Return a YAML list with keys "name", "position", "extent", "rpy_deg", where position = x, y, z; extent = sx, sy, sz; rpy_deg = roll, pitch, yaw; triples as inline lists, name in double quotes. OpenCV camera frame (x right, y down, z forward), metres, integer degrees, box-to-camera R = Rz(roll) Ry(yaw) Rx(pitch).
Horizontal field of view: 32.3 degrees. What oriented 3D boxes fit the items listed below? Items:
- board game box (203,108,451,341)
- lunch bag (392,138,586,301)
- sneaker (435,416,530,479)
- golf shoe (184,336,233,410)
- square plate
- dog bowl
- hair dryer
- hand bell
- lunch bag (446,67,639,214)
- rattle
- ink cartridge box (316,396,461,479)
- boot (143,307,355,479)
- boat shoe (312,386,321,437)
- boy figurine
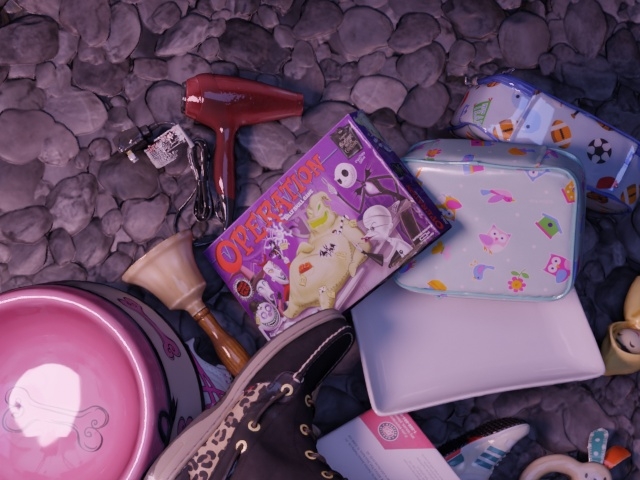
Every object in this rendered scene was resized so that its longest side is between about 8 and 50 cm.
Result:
- name: "board game box"
  position: [0.000, 0.000, 1.578]
  extent: [0.208, 0.347, 0.056]
  rpy_deg: [55, 35, 10]
- name: "lunch bag"
  position: [0.227, -0.023, 1.550]
  extent: [0.279, 0.108, 0.224]
  rpy_deg: [5, 115, 20]
- name: "sneaker"
  position: [0.245, 0.323, 1.655]
  extent: [0.161, 0.057, 0.075]
  rpy_deg: [-22, 98, -11]
- name: "golf shoe"
  position: [-0.153, 0.224, 1.621]
  extent: [0.086, 0.067, 0.186]
  rpy_deg: [-40, 84, -14]
- name: "square plate"
  position: [0.206, 0.083, 1.654]
  extent: [0.344, 0.049, 0.347]
  rpy_deg: [-9, 59, -8]
- name: "dog bowl"
  position: [-0.373, 0.243, 1.511]
  extent: [0.408, 0.150, 0.408]
  rpy_deg: [-1, 78, 7]
- name: "hair dryer"
  position: [-0.151, -0.150, 1.714]
  extent: [0.293, 0.080, 0.223]
  rpy_deg: [-38, 100, -7]
- name: "hand bell"
  position: [-0.169, 0.116, 1.616]
  extent: [0.126, 0.126, 0.242]
  rpy_deg: [-36, 86, -12]
- name: "lunch bag"
  position: [0.338, -0.148, 1.666]
  extent: [0.303, 0.243, 0.115]
  rpy_deg: [29, 91, -5]
- name: "rattle"
  position: [0.382, 0.353, 1.617]
  extent: [0.199, 0.143, 0.130]
  rpy_deg: [-29, 66, -5]
- name: "ink cartridge box"
  position: [0.043, 0.379, 1.530]
  extent: [0.283, 0.117, 0.207]
  rpy_deg: [-27, 55, -18]
- name: "boot"
  position: [-0.013, 0.286, 1.445]
  extent: [0.284, 0.138, 0.377]
  rpy_deg: [34, 59, 25]
- name: "boat shoe"
  position: [-0.028, 0.276, 1.626]
  extent: [0.059, 0.063, 0.170]
  rpy_deg: [7, 77, 2]
- name: "boy figurine"
  position: [0.538, 0.115, 1.699]
  extent: [0.285, 0.092, 0.177]
  rpy_deg: [-24, 62, -14]
